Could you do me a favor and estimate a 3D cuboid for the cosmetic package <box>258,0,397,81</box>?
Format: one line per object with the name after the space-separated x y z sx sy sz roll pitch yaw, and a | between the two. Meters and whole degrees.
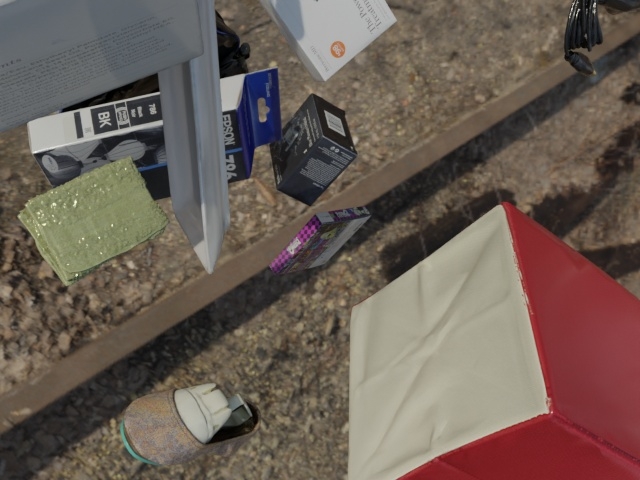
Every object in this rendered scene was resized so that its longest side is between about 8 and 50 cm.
-0.004 -0.676 1.889 0.284 0.097 0.377 -42 114 -7 | cosmetic package

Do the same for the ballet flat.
-0.167 0.251 0.980 0.106 0.107 0.316 -34 162 4 | ballet flat

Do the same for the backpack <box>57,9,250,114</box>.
-0.282 -0.281 0.996 0.213 0.263 0.276 55 14 12 | backpack

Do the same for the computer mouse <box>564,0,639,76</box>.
0.356 -0.283 0.809 0.262 0.060 0.184 -10 112 -57 | computer mouse

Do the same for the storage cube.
0.150 0.121 0.544 0.193 0.184 0.215 31 40 -27 | storage cube

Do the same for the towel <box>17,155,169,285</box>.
-0.266 -0.026 0.811 0.148 0.027 0.110 -33 102 -20 | towel

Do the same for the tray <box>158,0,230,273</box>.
-0.107 -0.121 0.562 0.030 0.145 0.270 -11 117 -21 | tray

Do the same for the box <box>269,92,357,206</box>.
-0.019 -0.185 1.399 0.093 0.158 0.156 24 35 -31 | box

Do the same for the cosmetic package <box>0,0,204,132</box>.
-0.161 -0.165 0.361 0.151 0.184 0.151 -23 93 -8 | cosmetic package

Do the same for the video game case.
0.000 0.000 1.857 0.210 0.232 0.042 -12 62 -48 | video game case

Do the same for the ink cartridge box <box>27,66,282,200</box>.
-0.207 -0.131 0.948 0.333 0.165 0.065 -16 61 -8 | ink cartridge box
